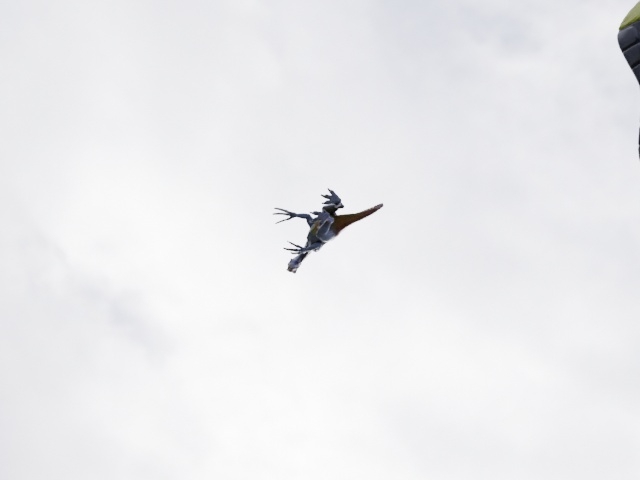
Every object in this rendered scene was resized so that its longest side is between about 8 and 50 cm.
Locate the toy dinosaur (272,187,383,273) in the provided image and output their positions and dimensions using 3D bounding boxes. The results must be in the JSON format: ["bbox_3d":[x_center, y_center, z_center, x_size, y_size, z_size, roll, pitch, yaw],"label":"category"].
[{"bbox_3d":[0.000,0.000,1.215,0.090,0.047,0.082,13,-35,5],"label":"toy dinosaur"}]

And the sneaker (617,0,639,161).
[{"bbox_3d":[0.195,-0.067,0.775,0.059,0.144,0.053,28,-43,-33],"label":"sneaker"}]
